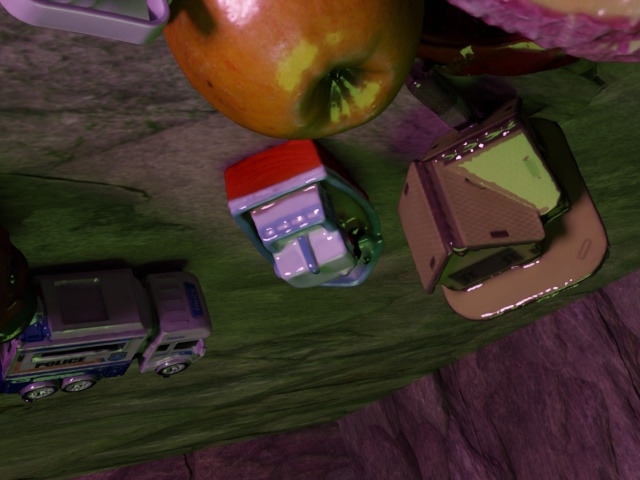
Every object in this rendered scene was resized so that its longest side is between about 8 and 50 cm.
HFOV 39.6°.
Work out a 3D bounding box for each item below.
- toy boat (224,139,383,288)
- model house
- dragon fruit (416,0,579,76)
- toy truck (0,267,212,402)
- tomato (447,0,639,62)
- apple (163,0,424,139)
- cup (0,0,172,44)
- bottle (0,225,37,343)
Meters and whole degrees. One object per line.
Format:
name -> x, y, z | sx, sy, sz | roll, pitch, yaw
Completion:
toy boat -> 0.000, 0.000, 1.057 | 0.145, 0.133, 0.332 | -22, 162, 8
model house -> 0.161, -0.054, 0.949 | 0.205, 0.218, 0.279 | -27, 156, 20
dragon fruit -> 0.131, -0.167, 0.729 | 0.161, 0.127, 0.120 | -21, 154, 6
toy truck -> -0.268, 0.104, 1.117 | 0.268, 0.124, 0.155 | -5, 153, -32
tomato -> 0.175, -0.257, 0.444 | 0.290, 0.176, 0.335 | 4, 155, -3
apple -> -0.015, -0.150, 0.569 | 0.182, 0.155, 0.182 | -19, 162, -6
cup -> -0.133, -0.164, 0.470 | 0.129, 0.128, 0.095 | -2, 158, -34
bottle -> -0.349, 0.038, 0.790 | 0.156, 0.143, 0.271 | -60, 160, -9
